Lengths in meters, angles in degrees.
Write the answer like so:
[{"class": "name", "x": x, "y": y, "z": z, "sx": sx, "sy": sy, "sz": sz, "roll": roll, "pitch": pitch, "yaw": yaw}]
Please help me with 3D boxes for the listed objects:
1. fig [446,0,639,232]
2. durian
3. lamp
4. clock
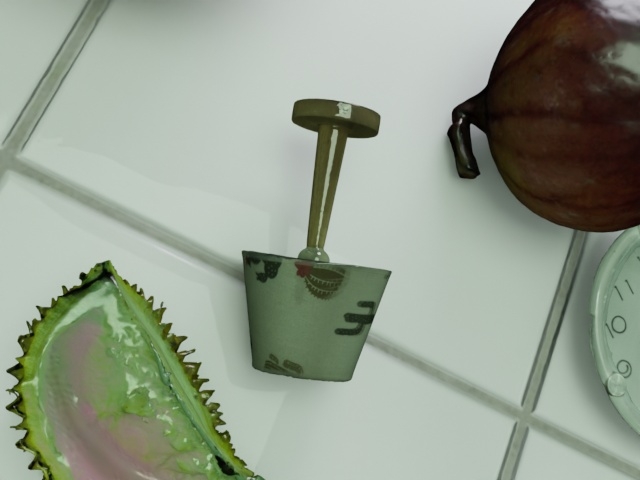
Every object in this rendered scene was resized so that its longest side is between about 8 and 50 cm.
[{"class": "fig", "x": 0.238, "y": -0.128, "z": 0.717, "sx": 0.214, "sy": 0.235, "sz": 0.235, "roll": 31, "pitch": 64, "yaw": 30}, {"class": "durian", "x": -0.135, "y": 0.134, "z": 0.588, "sx": 0.137, "sy": 0.095, "sz": 0.221, "roll": -35, "pitch": 94, "yaw": -12}, {"class": "lamp", "x": 0.000, "y": 0.000, "z": 0.647, "sx": 0.121, "sy": 0.121, "sz": 0.215, "roll": 11, "pitch": 86, "yaw": -17}, {"class": "clock", "x": 0.348, "y": 0.091, "z": 0.786, "sx": 0.236, "sy": 0.053, "sz": 0.237, "roll": 4, "pitch": 78, "yaw": -16}]
